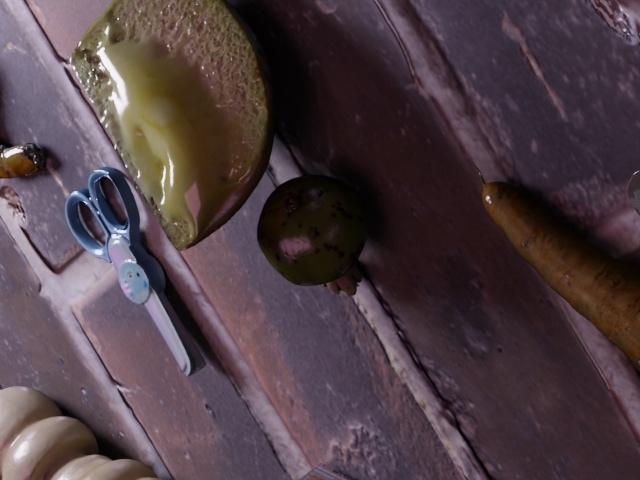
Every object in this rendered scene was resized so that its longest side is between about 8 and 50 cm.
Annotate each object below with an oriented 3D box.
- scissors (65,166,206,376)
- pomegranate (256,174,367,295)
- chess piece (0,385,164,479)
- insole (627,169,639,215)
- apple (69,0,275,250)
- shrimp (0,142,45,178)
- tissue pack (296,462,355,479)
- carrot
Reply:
[{"bbox_3d":[-0.206,0.040,2.204,0.256,0.030,0.125,58,139,7],"label":"scissors"},{"bbox_3d":[0.000,0.000,1.923,0.114,0.114,0.142,19,154,38],"label":"pomegranate"},{"bbox_3d":[-0.320,0.290,2.386,0.299,0.167,0.167,37,135,31],"label":"chess piece"},{"bbox_3d":[0.337,0.011,1.651,0.193,0.006,0.065,46,138,16],"label":"insole"},{"bbox_3d":[-0.119,-0.144,1.938,0.193,0.120,0.265,-40,69,24],"label":"apple"},{"bbox_3d":[-0.395,-0.144,2.278,0.166,0.049,0.161,21,129,35],"label":"shrimp"},{"bbox_3d":[0.042,0.320,2.095,0.148,0.060,0.109,20,125,39],"label":"tissue pack"},{"bbox_3d":[0.233,0.023,1.727,0.298,0.078,0.078,42,137,29],"label":"carrot"}]
